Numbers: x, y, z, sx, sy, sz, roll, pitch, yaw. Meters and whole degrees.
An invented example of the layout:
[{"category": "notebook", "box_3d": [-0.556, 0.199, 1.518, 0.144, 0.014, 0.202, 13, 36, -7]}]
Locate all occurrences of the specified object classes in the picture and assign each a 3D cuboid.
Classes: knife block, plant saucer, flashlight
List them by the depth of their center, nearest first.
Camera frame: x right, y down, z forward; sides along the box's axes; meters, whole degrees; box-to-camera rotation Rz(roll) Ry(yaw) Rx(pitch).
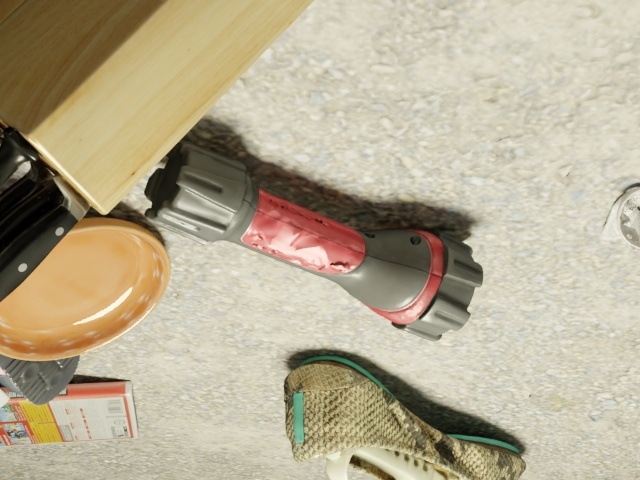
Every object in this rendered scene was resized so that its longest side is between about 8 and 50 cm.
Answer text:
[{"category": "knife block", "box_3d": [-0.138, -0.079, 0.572, 0.276, 0.242, 0.088, -10, 148, 15]}, {"category": "flashlight", "box_3d": [0.000, 0.000, 0.852, 0.304, 0.103, 0.103, 23, 120, -25]}, {"category": "plant saucer", "box_3d": [-0.251, 0.045, 0.957, 0.200, 0.037, 0.200, -22, 145, -16]}]

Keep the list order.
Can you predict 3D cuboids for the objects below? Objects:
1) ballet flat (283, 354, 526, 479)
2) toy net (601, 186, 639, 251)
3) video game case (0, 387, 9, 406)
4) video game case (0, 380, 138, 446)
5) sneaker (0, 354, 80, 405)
[{"category": "ballet flat", "box_3d": [0.120, 0.318, 1.298, 0.164, 0.182, 0.483, -20, 141, 36]}, {"category": "toy net", "box_3d": [0.310, -0.040, 0.778, 0.122, 0.045, 0.232, 20, 147, -23]}, {"category": "video game case", "box_3d": [-0.447, 0.098, 1.069, 0.190, 0.022, 0.173, 36, 159, 24]}, {"category": "video game case", "box_3d": [-0.417, 0.260, 1.397, 0.285, 0.025, 0.204, -2, 151, -9]}, {"category": "sneaker", "box_3d": [-0.369, 0.063, 1.027, 0.131, 0.112, 0.319, 26, 146, 23]}]
